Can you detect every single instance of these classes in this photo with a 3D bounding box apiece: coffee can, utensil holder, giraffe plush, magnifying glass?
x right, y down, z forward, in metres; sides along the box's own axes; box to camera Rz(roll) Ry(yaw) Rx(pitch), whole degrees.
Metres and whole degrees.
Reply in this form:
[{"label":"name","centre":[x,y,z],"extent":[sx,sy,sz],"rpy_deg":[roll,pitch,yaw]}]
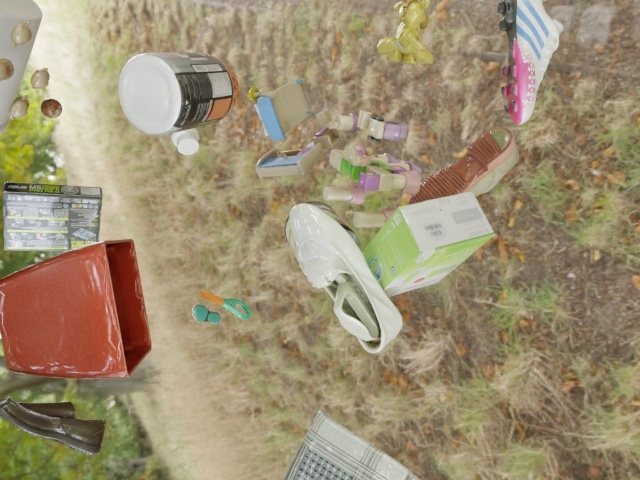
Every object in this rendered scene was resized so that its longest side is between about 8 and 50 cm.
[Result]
[{"label":"coffee can","centre":[0.000,0.000,1.771],"extent":[0.275,0.201,0.202],"rpy_deg":[-125,39,-68]},{"label":"utensil holder","centre":[-0.998,-0.532,1.512],"extent":[0.386,0.327,0.328],"rpy_deg":[-53,37,24]},{"label":"giraffe plush","centre":[0.280,-0.669,1.703],"extent":[0.210,0.181,0.171],"rpy_deg":[4,-81,-75]},{"label":"magnifying glass","centre":[-0.336,0.228,1.948],"extent":[0.026,0.231,0.092],"rpy_deg":[-49,43,13]}]

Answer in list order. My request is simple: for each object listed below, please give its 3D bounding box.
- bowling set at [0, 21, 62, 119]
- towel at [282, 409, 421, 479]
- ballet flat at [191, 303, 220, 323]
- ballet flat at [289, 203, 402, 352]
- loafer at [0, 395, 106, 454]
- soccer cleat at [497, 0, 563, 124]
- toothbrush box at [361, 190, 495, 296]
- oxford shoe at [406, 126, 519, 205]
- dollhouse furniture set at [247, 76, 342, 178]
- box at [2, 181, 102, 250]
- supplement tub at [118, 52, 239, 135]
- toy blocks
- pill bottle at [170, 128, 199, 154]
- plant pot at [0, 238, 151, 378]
[{"label":"bowling set","centre":[-0.754,-0.394,1.387],"extent":[0.287,0.199,0.154],"rpy_deg":[-57,30,6]},{"label":"towel","centre":[0.053,0.630,1.300],"extent":[0.324,0.056,0.312],"rpy_deg":[26,85,26]},{"label":"ballet flat","centre":[-0.406,0.255,1.858],"extent":[0.168,0.052,0.057],"rpy_deg":[46,-123,-59]},{"label":"ballet flat","centre":[0.050,0.096,1.233],"extent":[0.400,0.139,0.139],"rpy_deg":[53,165,-15]},{"label":"loafer","centre":[-0.526,0.352,1.070],"extent":[0.080,0.220,0.079],"rpy_deg":[-11,50,49]},{"label":"soccer cleat","centre":[0.515,-0.451,1.300],"extent":[0.116,0.143,0.332],"rpy_deg":[-54,-40,-84]},{"label":"toothbrush box","centre":[0.235,0.020,1.273],"extent":[0.122,0.206,0.283],"rpy_deg":[69,155,19]},{"label":"oxford shoe","centre":[0.430,-0.156,1.615],"extent":[0.397,0.146,0.141],"rpy_deg":[-38,47,15]},{"label":"dollhouse furniture set","centre":[-0.121,-0.398,1.780],"extent":[0.198,0.286,0.304],"rpy_deg":[2,126,37]},{"label":"box","centre":[-0.823,-0.068,1.666],"extent":[0.060,0.269,0.216],"rpy_deg":[60,140,45]},{"label":"supplement tub","centre":[-0.352,-0.388,1.406],"extent":[0.316,0.193,0.194],"rpy_deg":[-42,-37,-63]},{"label":"toy blocks","centre":[0.191,-0.210,1.525],"extent":[0.288,0.259,0.309],"rpy_deg":[-132,46,-58]},{"label":"pill bottle","centre":[-0.534,-0.422,2.110],"extent":[0.108,0.107,0.180],"rpy_deg":[112,145,-44]},{"label":"plant pot","centre":[-0.517,0.147,1.138],"extent":[0.267,0.235,0.268],"rpy_deg":[-174,76,-82]}]
